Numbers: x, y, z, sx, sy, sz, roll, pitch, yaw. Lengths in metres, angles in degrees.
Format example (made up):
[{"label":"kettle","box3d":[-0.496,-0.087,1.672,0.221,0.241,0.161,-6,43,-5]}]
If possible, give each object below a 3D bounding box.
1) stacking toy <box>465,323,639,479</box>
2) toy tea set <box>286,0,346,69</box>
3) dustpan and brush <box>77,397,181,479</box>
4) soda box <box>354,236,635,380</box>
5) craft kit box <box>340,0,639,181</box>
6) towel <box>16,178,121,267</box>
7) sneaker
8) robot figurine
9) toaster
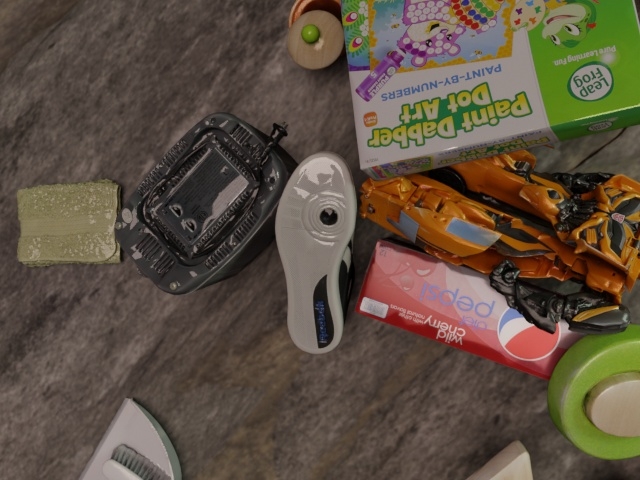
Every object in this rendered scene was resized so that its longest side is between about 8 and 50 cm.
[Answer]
[{"label":"stacking toy","box3d":[0.305,0.245,0.623,0.279,0.130,0.309,35,101,-16]},{"label":"toy tea set","box3d":[0.124,-0.256,0.719,0.336,0.124,0.200,-29,84,12]},{"label":"dustpan and brush","box3d":[-0.199,0.309,0.831,0.211,0.060,0.147,32,97,12]},{"label":"soda box","box3d":[0.176,0.075,0.724,0.263,0.092,0.083,19,95,13]},{"label":"craft kit box","box3d":[0.143,-0.199,0.624,0.250,0.061,0.247,-11,80,20]},{"label":"towel","box3d":[-0.319,-0.022,0.877,0.148,0.027,0.110,-2,89,14]},{"label":"sneaker","box3d":[0.000,0.000,0.745,0.079,0.121,0.217,6,111,6]},{"label":"robot figurine","box3d":[0.196,-0.029,0.678,0.291,0.085,0.211,25,56,21]},{"label":"toaster","box3d":[-0.105,-0.045,0.764,0.129,0.146,0.227,44,100,9]}]
